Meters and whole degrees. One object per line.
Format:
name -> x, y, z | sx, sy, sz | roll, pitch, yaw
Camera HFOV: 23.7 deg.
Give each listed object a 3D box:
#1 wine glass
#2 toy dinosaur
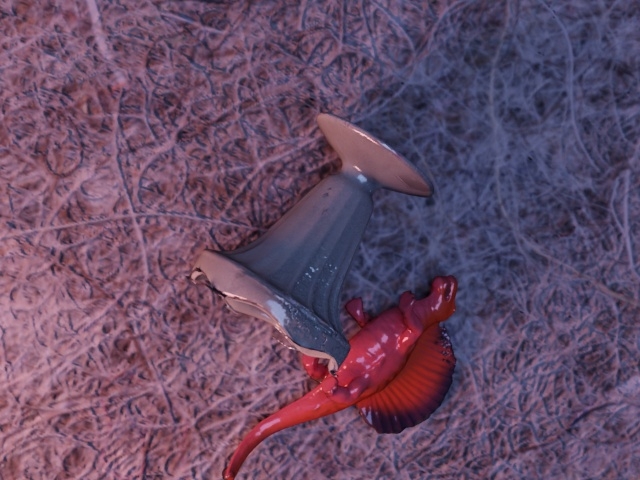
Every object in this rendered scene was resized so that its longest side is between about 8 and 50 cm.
wine glass -> 0.000, 0.000, 1.367 | 0.165, 0.165, 0.196 | 37, 85, -15
toy dinosaur -> 0.042, 0.151, 1.456 | 0.286, 0.070, 0.139 | -47, 127, -1
